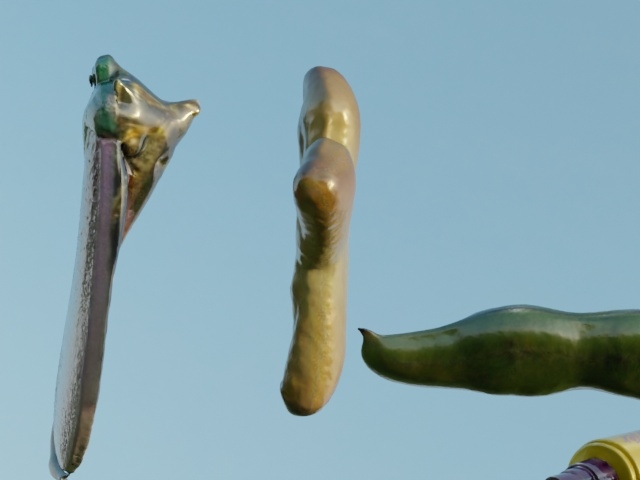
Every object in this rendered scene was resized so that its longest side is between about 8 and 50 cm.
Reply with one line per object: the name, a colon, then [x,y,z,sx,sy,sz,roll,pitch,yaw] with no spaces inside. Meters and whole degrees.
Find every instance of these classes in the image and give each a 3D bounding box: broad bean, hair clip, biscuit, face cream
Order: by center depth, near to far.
broad bean: [0.169,0.067,0.876,0.297,0.043,0.060,6,-71,1]
biscuit: [0.000,0.000,1.092,0.047,0.164,0.208,3,-55,-1]
hair clip: [-0.176,0.037,1.235,0.110,0.359,0.095,24,14,35]
face cream: [0.293,0.222,1.470,0.078,0.078,0.273,-10,-6,40]
